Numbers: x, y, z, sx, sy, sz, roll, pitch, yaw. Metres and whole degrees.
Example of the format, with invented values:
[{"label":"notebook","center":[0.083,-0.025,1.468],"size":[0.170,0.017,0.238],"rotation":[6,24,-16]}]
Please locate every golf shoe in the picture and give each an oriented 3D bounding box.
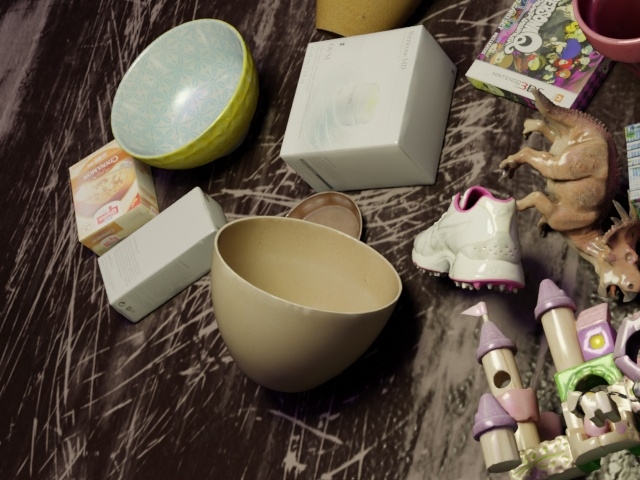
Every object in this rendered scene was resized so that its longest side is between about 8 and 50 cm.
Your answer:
[{"label":"golf shoe","center":[0.211,-0.008,1.787],"size":[0.306,0.115,0.140],"rotation":[-160,74,-74]}]

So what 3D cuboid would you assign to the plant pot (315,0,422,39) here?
[{"label":"plant pot","center":[0.090,-0.458,2.171],"size":[0.237,0.237,0.254],"rotation":[24,92,42]}]

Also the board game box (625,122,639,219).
[{"label":"board game box","center":[0.453,-0.025,1.620],"size":[0.060,0.194,0.194],"rotation":[-18,39,24]}]

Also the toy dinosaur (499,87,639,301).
[{"label":"toy dinosaur","center":[0.366,-0.078,1.737],"size":[0.200,0.295,0.127],"rotation":[2,21,32]}]

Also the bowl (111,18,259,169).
[{"label":"bowl","center":[-0.213,-0.234,2.267],"size":[0.289,0.156,0.289],"rotation":[-18,54,26]}]

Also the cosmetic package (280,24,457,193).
[{"label":"cosmetic package","center":[0.080,-0.210,2.063],"size":[0.225,0.138,0.224],"rotation":[-3,62,32]}]

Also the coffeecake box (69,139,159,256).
[{"label":"coffeecake box","center":[-0.383,-0.086,2.355],"size":[0.142,0.068,0.185],"rotation":[-29,51,16]}]

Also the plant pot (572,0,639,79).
[{"label":"plant pot","center":[0.485,-0.315,1.815],"size":[0.201,0.180,0.201],"rotation":[-18,54,26]}]

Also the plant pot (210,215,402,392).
[{"label":"plant pot","center":[-0.041,0.112,1.892],"size":[0.284,0.284,0.191],"rotation":[43,125,43]}]

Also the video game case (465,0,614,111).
[{"label":"video game case","center":[0.371,-0.314,1.988],"size":[0.210,0.042,0.232],"rotation":[29,81,41]}]

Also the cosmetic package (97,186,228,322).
[{"label":"cosmetic package","center":[-0.266,0.025,2.196],"size":[0.231,0.085,0.117],"rotation":[-33,49,11]}]

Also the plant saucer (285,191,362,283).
[{"label":"plant saucer","center":[0.000,0.000,2.062],"size":[0.168,0.029,0.168],"rotation":[-18,54,26]}]

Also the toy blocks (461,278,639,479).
[{"label":"toy blocks","center":[0.321,0.145,1.557],"size":[0.288,0.309,0.260],"rotation":[-23,58,21]}]
